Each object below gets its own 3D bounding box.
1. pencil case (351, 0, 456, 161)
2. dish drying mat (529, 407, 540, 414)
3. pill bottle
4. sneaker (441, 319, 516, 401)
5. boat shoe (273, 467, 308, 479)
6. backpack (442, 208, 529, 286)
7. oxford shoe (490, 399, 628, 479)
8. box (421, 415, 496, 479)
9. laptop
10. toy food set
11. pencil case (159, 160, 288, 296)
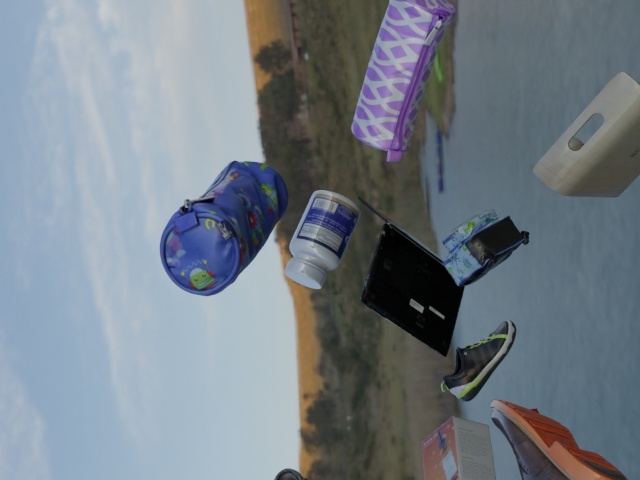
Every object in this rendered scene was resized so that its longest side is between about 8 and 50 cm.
[{"bbox_3d":[0.104,-0.209,0.990,0.088,0.086,0.206,47,133,40],"label":"pencil case"},{"bbox_3d":[0.418,0.361,1.521,0.008,0.032,0.083,-35,63,43],"label":"dish drying mat"},{"bbox_3d":[0.000,0.000,1.662,0.112,0.112,0.186,72,-140,-68],"label":"pill bottle"},{"bbox_3d":[0.370,0.269,1.881,0.234,0.097,0.084,-52,-3,-13],"label":"sneaker"},{"bbox_3d":[-0.033,0.450,1.067,0.306,0.113,0.105,-85,-24,-48],"label":"boat shoe"},{"bbox_3d":[0.238,0.010,1.216,0.084,0.105,0.114,54,149,13],"label":"backpack"},{"bbox_3d":[0.369,0.377,1.358,0.364,0.130,0.132,-136,68,-76],"label":"oxford shoe"},{"bbox_3d":[0.282,0.471,1.633,0.170,0.091,0.130,-90,25,-43],"label":"box"},{"bbox_3d":[0.156,0.064,1.560,0.234,0.137,0.264,34,-119,-28],"label":"laptop"},{"bbox_3d":[0.523,-0.185,1.404,0.306,0.219,0.092,-3,-131,-48],"label":"toy food set"},{"bbox_3d":[-0.138,-0.032,1.184,0.306,0.119,0.133,-61,-43,-67],"label":"pencil case"}]
